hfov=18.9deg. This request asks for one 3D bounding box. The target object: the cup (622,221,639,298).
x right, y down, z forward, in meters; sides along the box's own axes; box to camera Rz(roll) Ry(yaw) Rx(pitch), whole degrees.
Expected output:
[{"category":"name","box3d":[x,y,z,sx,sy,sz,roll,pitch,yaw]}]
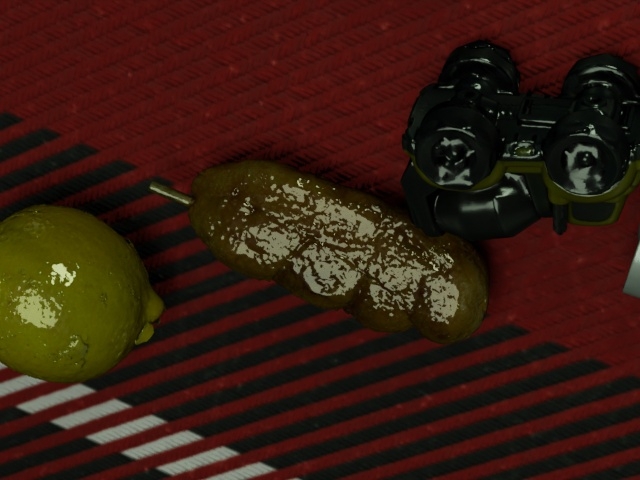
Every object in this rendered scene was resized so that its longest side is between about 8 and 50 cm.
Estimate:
[{"category":"cup","box3d":[0.344,0.022,1.715,0.133,0.136,0.099,18,86,9]}]

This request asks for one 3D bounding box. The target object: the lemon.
[{"category":"lemon","box3d":[-0.255,0.053,1.879,0.206,0.173,0.173,14,120,-3]}]

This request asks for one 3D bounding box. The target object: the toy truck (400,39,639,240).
[{"category":"toy truck","box3d":[0.183,-0.069,1.688,0.224,0.147,0.165,5,126,13]}]

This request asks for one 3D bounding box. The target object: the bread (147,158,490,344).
[{"category":"bread","box3d":[-0.001,0.000,1.818,0.344,0.084,0.124,20,98,9]}]
